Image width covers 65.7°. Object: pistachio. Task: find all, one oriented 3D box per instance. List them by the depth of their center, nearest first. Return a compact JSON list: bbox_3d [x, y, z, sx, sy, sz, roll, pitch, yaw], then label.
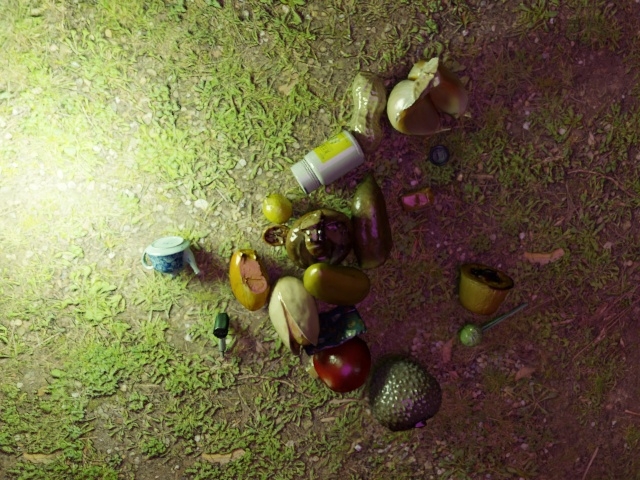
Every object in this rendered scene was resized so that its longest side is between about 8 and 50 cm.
[{"bbox_3d":[-0.103,0.277,1.891,0.188,0.187,0.299,-19,62,-2],"label":"pistachio"}]

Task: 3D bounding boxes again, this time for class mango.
[{"bbox_3d":[0.056,0.167,1.885,0.332,0.142,0.195,17,144,-39],"label":"mango"},{"bbox_3d":[-0.270,0.152,1.904,0.154,0.126,0.252,-6,102,3],"label":"mango"}]

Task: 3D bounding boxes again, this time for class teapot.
[{"bbox_3d":[-0.565,0.071,1.855,0.232,0.159,0.159,2,101,14],"label":"teapot"}]

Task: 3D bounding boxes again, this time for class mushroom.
[{"bbox_3d":[-0.002,-0.013,1.843,0.263,0.283,0.195,-9,68,1],"label":"mushroom"}]

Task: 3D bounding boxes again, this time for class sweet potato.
[{"bbox_3d":[0.185,-0.076,1.903,0.158,0.158,0.369,-11,104,-4],"label":"sweet potato"}]

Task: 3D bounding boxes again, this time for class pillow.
[{"bbox_3d":[0.041,0.345,1.949,0.256,0.189,0.034,-22,127,-3],"label":"pillow"}]

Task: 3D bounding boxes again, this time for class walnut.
[{"bbox_3d":[-0.168,-0.028,1.919,0.121,0.052,0.091,-4,119,-9],"label":"walnut"}]

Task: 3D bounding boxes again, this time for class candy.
[{"bbox_3d":[0.737,0.344,2.083,0.336,0.092,0.093,-26,65,-8],"label":"candy"}]

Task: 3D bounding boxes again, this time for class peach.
[{"bbox_3d":[0.082,0.477,1.954,0.244,0.243,0.199,-13,144,-3],"label":"peach"}]

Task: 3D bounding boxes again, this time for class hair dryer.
[{"bbox_3d":[-0.391,0.390,1.969,0.057,0.100,0.197,3,119,-5],"label":"hair dryer"}]

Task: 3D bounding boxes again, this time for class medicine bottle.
[{"bbox_3d":[0.026,-0.287,1.848,0.258,0.143,0.143,-33,102,1],"label":"medicine bottle"}]

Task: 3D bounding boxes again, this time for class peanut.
[{"bbox_3d":[0.180,-0.474,1.837,0.120,0.136,0.298,-9,106,-45],"label":"peanut"}]

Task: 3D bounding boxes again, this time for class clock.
[{"bbox_3d":[0.466,-0.334,1.950,0.085,0.017,0.085,-1,101,-6],"label":"clock"}]

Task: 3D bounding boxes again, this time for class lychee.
[{"bbox_3d":[0.337,0.620,1.992,0.300,0.300,0.300,-1,100,-6],"label":"lychee"}]

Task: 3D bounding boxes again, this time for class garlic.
[{"bbox_3d":[0.396,-0.520,1.808,0.249,0.313,0.286,18,92,35],"label":"garlic"}]

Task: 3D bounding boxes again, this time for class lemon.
[{"bbox_3d":[-0.163,-0.120,1.877,0.133,0.109,0.109,40,94,-26],"label":"lemon"}]

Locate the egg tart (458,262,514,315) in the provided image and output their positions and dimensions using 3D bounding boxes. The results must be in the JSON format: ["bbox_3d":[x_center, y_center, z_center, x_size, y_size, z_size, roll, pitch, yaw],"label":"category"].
[{"bbox_3d":[0.649,0.189,1.983,0.215,0.215,0.170,8,115,-8],"label":"egg tart"}]

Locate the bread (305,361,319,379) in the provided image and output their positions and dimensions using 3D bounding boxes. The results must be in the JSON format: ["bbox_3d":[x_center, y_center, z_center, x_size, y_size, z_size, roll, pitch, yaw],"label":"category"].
[{"bbox_3d":[-0.012,0.531,2.050,0.070,0.035,0.083,39,101,-11],"label":"bread"}]

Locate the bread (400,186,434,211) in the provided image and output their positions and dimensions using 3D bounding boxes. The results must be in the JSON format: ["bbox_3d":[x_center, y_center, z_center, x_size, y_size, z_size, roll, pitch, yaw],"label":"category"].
[{"bbox_3d":[0.380,-0.161,1.954,0.132,0.053,0.074,-15,101,-1],"label":"bread"}]
